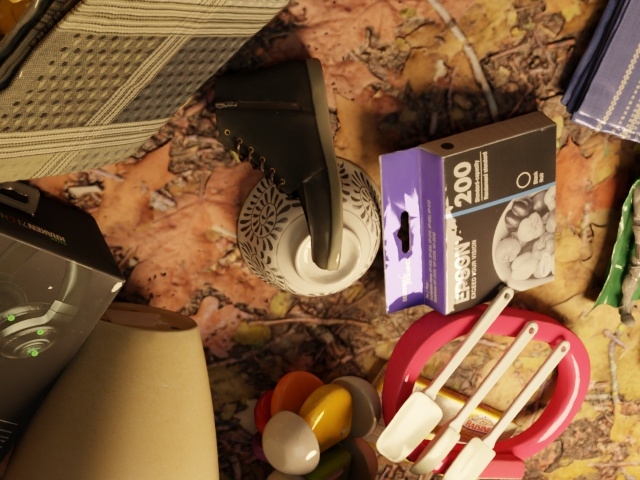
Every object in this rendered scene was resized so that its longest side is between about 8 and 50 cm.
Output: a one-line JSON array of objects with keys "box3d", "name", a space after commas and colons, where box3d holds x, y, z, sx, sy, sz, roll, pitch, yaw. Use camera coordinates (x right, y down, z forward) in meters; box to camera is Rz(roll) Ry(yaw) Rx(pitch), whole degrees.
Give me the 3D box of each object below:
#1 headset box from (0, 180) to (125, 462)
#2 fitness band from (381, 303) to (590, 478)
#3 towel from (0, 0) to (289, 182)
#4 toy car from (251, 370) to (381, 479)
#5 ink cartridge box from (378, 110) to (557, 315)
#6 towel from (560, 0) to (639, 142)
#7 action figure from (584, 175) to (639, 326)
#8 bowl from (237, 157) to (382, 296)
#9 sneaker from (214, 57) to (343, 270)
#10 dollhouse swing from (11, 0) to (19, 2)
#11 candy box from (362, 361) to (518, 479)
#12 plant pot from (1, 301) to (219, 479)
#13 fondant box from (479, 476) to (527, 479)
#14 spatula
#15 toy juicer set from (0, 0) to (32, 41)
[{"box3d": [-0.371, 0.061, 1.266, 0.246, 0.131, 0.283, 23, 110, -37], "name": "headset box"}, {"box3d": [0.199, 0.179, 1.523, 0.291, 0.054, 0.209, 9, 102, -32], "name": "fitness band"}, {"box3d": [-0.183, -0.165, 1.128, 0.312, 0.324, 0.056, -41, 79, 26], "name": "towel"}, {"box3d": [-0.021, 0.236, 1.480, 0.159, 0.136, 0.182, -24, 125, -43], "name": "toy car"}, {"box3d": [0.168, -0.022, 1.423, 0.208, 0.045, 0.206, -16, 121, -19], "name": "ink cartridge box"}, {"box3d": [0.454, -0.207, 1.437, 0.336, 0.040, 0.243, 14, 111, -23], "name": "towel"}, {"box3d": [0.391, -0.007, 1.494, 0.137, 0.063, 0.232, -15, 128, -21], "name": "action figure"}, {"box3d": [0.000, 0.000, 1.390, 0.170, 0.080, 0.170, -7, 118, -13], "name": "bowl"}, {"box3d": [-0.042, -0.072, 1.310, 0.118, 0.083, 0.222, -9, 81, -2], "name": "sneaker"}, {"box3d": [-0.295, -0.342, 0.987, 0.305, 0.347, 0.315, -10, 119, 2], "name": "dollhouse swing"}, {"box3d": [0.137, 0.231, 1.578, 0.206, 0.027, 0.105, 26, 105, -26], "name": "candy box"}, {"box3d": [-0.217, 0.212, 1.369, 0.256, 0.256, 0.274, 6, 98, -18], "name": "plant pot"}, {"box3d": [0.191, 0.473, 1.681, 0.330, 0.096, 0.238, -40, 119, 6], "name": "fondant box"}, {"box3d": [0.181, 0.179, 1.471, 0.168, 0.019, 0.242, 42, 85, -31], "name": "spatula"}, {"box3d": [-0.228, -0.247, 1.130, 0.089, 0.209, 0.329, 42, 100, -4], "name": "toy juicer set"}]
